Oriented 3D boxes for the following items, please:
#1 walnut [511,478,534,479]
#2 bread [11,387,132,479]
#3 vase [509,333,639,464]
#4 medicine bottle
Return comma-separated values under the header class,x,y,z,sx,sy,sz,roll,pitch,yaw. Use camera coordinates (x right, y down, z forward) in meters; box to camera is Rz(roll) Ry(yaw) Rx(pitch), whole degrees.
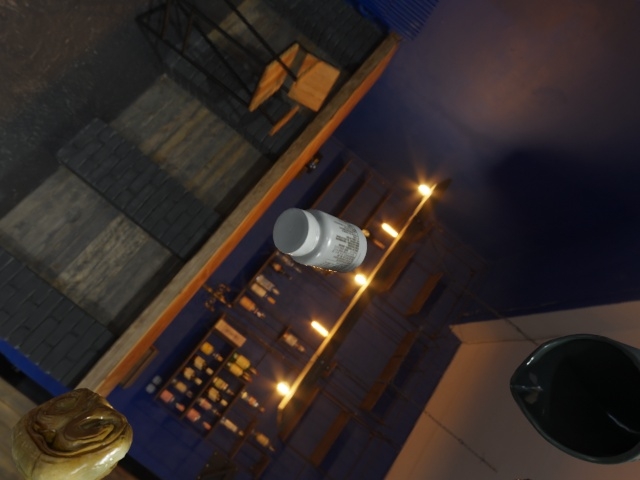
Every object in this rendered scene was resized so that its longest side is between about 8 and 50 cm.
class,x,y,z,sx,sy,sz,roll,pitch,yaw
walnut,0.393,0.555,0.868,0.213,0.213,0.213,-52,-178,3
bread,-0.507,0.410,0.955,0.198,0.236,0.120,-22,122,-45
vase,0.457,0.221,0.640,0.251,0.301,0.156,-15,-115,59
medicine bottle,0.000,0.000,0.667,0.079,0.079,0.140,-51,146,15
